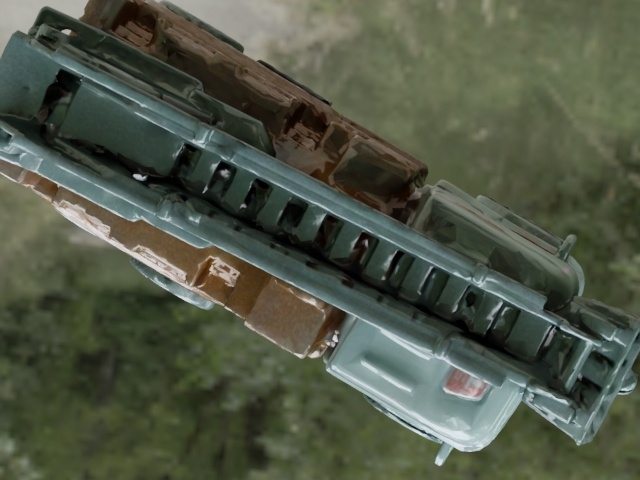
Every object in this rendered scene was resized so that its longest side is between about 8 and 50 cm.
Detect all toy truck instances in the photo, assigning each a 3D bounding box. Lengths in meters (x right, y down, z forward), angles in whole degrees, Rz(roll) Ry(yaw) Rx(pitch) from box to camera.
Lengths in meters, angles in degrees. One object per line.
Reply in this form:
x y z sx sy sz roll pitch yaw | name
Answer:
0.000 0.000 0.908 0.338 0.133 0.184 31 -177 3 | toy truck
